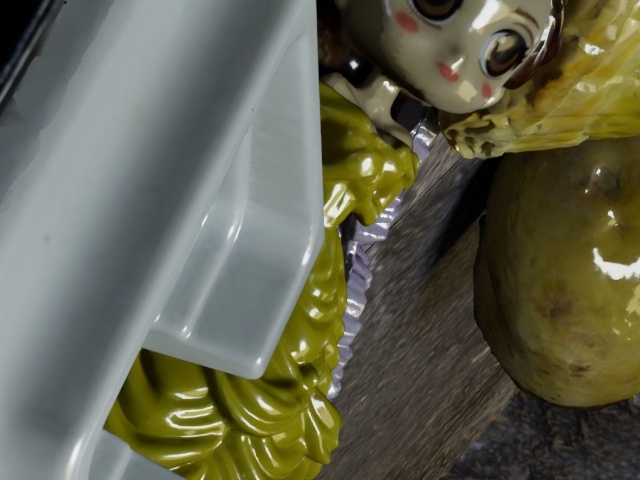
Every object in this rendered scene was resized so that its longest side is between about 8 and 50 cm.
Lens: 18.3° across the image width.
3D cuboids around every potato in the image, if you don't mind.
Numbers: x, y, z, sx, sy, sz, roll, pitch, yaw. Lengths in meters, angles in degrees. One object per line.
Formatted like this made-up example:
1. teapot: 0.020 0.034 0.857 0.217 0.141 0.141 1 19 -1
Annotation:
1. potato: 0.228 -0.019 1.555 0.285 0.242 0.242 -43 167 -2

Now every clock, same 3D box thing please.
1. clock: -0.077 0.008 0.630 0.231 0.116 0.262 98 14 -64

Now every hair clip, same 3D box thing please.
1. hair clip: 0.000 0.000 1.066 0.292 0.084 0.106 -65 -168 6

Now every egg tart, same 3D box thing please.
1. egg tart: 0.170 -0.141 0.992 0.290 0.115 0.290 -55 -179 2

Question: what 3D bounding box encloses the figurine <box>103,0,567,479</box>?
1. figurine: -0.004 -0.027 0.836 0.315 0.187 0.168 -55 -176 -2
